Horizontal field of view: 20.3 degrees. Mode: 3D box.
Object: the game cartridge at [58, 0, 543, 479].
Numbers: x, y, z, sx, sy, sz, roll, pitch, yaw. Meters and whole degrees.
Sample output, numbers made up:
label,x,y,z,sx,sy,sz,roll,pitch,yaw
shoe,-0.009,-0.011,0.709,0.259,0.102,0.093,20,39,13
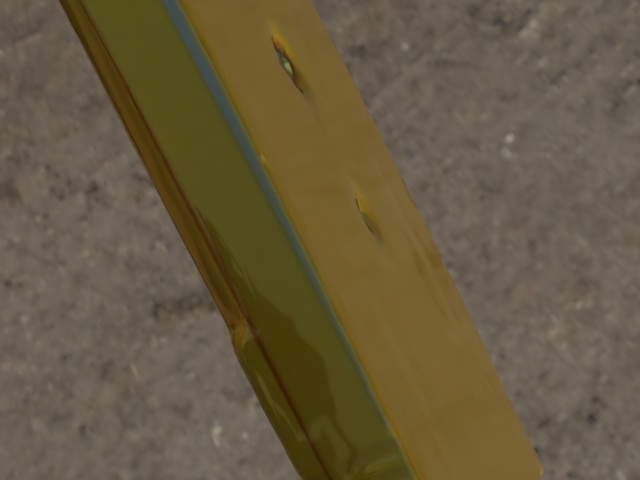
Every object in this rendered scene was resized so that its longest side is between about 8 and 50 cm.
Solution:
label,x,y,z,sx,sy,sz,roll,pitch,yaw
game cartridge,0.000,0.000,0.788,0.053,0.285,0.323,-26,84,12
